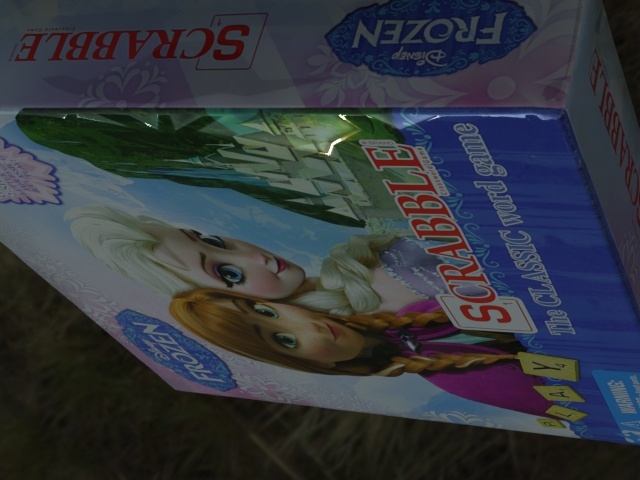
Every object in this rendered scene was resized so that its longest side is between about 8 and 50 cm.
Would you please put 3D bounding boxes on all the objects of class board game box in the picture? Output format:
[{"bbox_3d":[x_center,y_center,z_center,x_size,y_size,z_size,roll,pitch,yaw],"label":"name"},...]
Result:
[{"bbox_3d":[0.000,0.000,0.602,0.318,0.318,0.066,3,62,27],"label":"board game box"}]
